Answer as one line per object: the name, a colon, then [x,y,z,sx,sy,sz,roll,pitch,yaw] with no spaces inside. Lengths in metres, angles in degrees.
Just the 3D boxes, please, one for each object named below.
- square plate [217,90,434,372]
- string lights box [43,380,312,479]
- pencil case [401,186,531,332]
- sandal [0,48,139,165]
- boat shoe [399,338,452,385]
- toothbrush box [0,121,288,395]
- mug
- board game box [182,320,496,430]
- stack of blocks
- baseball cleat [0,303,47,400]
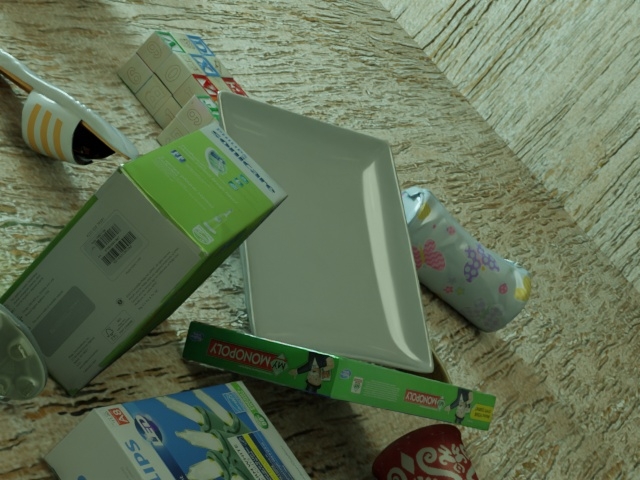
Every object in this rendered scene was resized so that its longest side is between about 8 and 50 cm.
square plate: [0.000,0.000,1.941,0.347,0.049,0.344,12,61,-47]
string lights box: [-0.124,0.215,1.385,0.133,0.077,0.260,53,20,16]
pencil case: [0.213,0.032,2.388,0.273,0.124,0.113,37,21,-22]
sandal: [-0.316,-0.139,1.732,0.265,0.076,0.102,33,-5,31]
boat shoe: [0.131,0.149,2.071,0.170,0.063,0.059,52,26,21]
toothbrush box: [-0.174,0.010,1.504,0.122,0.206,0.283,46,20,2]
mug: [0.157,0.312,1.717,0.150,0.113,0.169,10,41,-41]
board game box: [0.027,0.155,1.684,0.213,0.046,0.317,11,-5,39]
stack of blocks: [-0.147,-0.154,2.072,0.297,0.087,0.171,50,20,14]
baseball cleat: [-0.317,0.053,1.327,0.206,0.072,0.109,45,12,-12]
